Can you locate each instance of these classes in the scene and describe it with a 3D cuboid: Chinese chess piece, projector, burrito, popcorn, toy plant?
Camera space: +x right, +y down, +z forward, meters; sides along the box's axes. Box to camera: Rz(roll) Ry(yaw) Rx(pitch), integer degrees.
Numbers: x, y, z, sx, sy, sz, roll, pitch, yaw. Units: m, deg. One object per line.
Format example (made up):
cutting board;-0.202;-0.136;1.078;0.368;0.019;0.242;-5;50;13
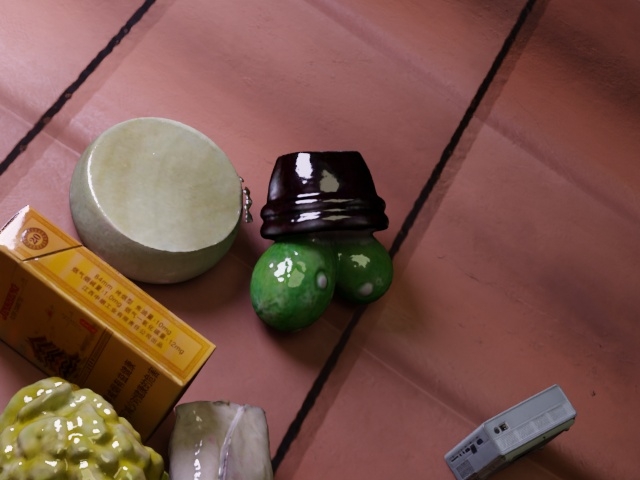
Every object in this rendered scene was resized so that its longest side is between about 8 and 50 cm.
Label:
Chinese chess piece;-0.211;-0.050;1.739;0.237;0.092;0.238;13;53;-18
projector;0.251;0.259;1.744;0.147;0.115;0.061;-20;72;-35
burrito;-0.114;0.328;1.517;0.143;0.105;0.299;32;41;-43
popcorn;-0.276;0.273;1.427;0.259;0.259;0.212;41;66;4
toy plant;0.000;0.000;1.771;0.218;0.175;0.235;-4;86;-35

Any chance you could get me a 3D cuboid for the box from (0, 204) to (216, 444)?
box;-0.273;0.103;1.554;0.274;0.174;0.076;37;50;1
